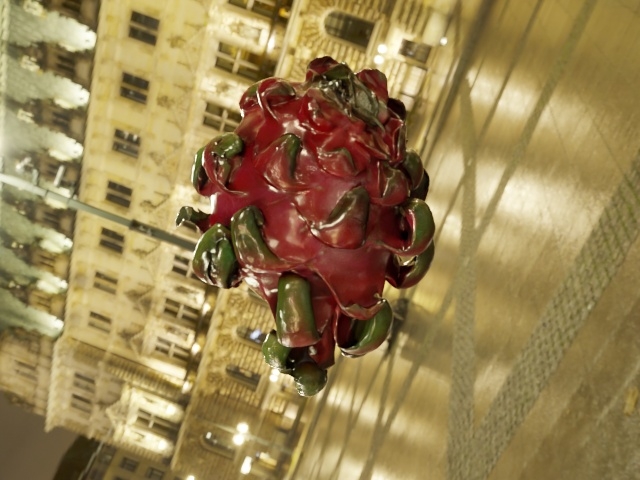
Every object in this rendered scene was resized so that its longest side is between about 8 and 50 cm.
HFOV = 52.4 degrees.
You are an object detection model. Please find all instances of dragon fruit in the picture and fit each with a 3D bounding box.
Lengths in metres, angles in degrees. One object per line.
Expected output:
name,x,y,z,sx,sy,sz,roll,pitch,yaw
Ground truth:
dragon fruit,0.003,-0.005,0.547,0.218,0.273,0.198,-30,9,-33
